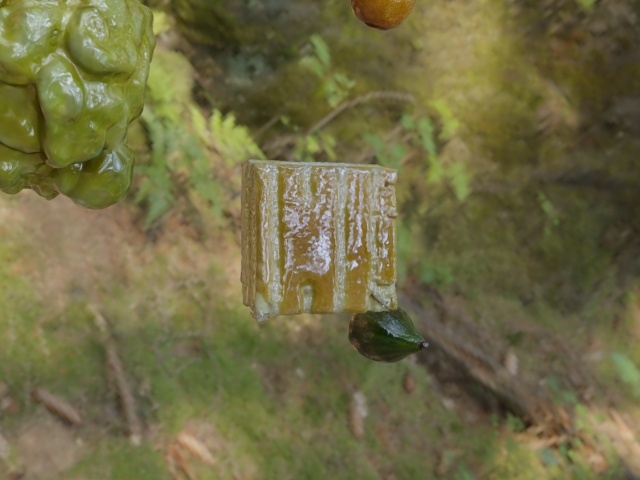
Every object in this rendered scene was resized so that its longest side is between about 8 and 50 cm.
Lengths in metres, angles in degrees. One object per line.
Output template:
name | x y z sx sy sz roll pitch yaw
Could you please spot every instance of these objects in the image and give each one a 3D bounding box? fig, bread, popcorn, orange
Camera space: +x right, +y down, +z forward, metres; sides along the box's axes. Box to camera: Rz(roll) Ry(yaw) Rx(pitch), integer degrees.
fig | 0.132 0.180 2.390 0.177 0.117 0.117 27 -7 42
bread | 0.000 0.000 2.029 0.111 0.239 0.246 -173 -96 -75
popcorn | -0.247 -0.157 1.129 0.250 0.242 0.235 24 23 30
orange | 0.075 -0.295 1.577 0.083 0.083 0.083 48 14 -17
